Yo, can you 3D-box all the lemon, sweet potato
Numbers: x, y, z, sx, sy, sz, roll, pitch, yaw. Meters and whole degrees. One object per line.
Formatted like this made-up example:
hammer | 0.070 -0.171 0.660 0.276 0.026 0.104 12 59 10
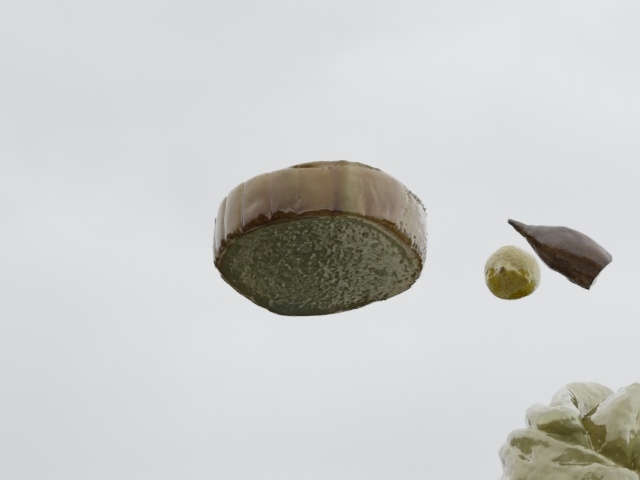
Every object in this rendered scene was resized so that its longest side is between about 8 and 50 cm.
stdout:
lemon | 0.217 0.037 2.123 0.065 0.065 0.092 -3 -4 23
sweet potato | 0.233 0.006 1.846 0.117 0.049 0.049 30 -16 23

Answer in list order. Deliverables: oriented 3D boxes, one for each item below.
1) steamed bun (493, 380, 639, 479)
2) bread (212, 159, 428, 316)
steamed bun | 0.348 0.303 2.347 0.372 0.230 0.325 -19 11 -28
bread | 0.000 0.000 1.934 0.236 0.070 0.236 -1 -28 -1
